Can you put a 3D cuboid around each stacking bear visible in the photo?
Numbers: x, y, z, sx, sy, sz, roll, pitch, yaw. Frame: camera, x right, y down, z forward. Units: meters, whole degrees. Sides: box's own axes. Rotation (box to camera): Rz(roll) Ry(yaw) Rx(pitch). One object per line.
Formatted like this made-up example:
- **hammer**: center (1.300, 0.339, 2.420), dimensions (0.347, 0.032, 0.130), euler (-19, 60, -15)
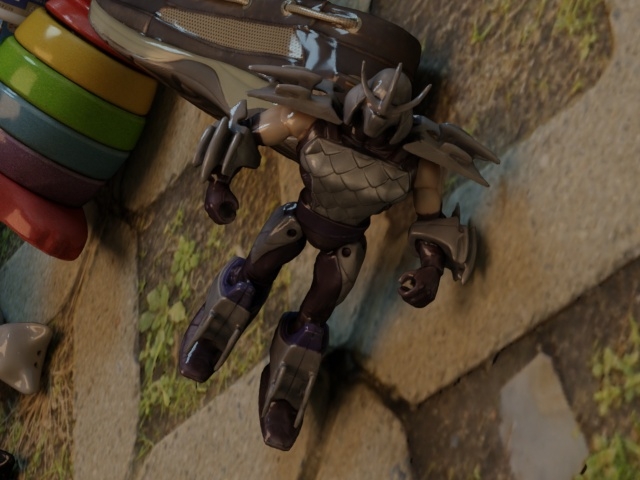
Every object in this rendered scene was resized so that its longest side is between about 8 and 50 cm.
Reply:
- **stacking bear**: center (-0.217, -0.155, 1.192), dimensions (0.289, 0.175, 0.164), euler (-56, 7, 7)

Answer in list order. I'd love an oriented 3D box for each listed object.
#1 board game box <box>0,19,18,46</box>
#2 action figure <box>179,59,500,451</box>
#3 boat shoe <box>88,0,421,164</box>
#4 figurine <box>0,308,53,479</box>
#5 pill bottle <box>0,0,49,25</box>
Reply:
- **board game box**: center (-0.378, -0.311, 1.569), dimensions (0.160, 0.039, 0.211), euler (21, 93, 55)
- **action figure**: center (0.000, 0.000, 0.837), dimensions (0.285, 0.185, 0.099), euler (-63, -1, 38)
- **boat shoe**: center (-0.046, -0.150, 0.993), dimensions (0.355, 0.132, 0.130), euler (33, 90, 42)
- **figurine**: center (-0.353, 0.156, 1.325), dimensions (0.209, 0.092, 0.215), euler (18, 91, 47)
- **pill bottle**: center (-0.318, -0.323, 1.442), dimensions (0.094, 0.094, 0.169), euler (31, 103, 54)
